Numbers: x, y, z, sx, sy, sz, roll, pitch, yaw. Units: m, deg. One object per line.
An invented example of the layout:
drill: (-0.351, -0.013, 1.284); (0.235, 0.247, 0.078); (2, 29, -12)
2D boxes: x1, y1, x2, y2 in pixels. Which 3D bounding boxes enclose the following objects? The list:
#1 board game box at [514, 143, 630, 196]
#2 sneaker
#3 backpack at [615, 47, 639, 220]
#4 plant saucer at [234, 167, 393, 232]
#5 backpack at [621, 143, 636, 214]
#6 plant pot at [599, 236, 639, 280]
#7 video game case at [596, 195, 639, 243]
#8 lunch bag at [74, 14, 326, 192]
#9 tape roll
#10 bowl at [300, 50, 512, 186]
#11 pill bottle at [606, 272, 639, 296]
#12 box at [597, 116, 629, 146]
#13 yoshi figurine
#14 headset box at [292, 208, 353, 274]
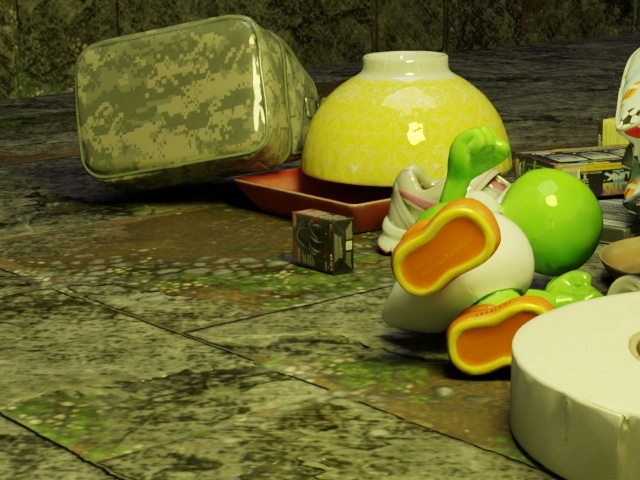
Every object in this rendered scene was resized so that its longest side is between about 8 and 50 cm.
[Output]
board game box: (0.363, -0.092, 2.051); (0.170, 0.048, 0.141); (-5, 11, -15)
sneaker: (0.187, -0.037, 1.783); (0.252, 0.111, 0.103); (3, 13, 15)
backpack: (0.407, -0.110, 1.411); (0.263, 0.213, 0.276); (-20, 28, 26)
plant saucer: (0.060, -0.061, 2.051); (0.258, 0.048, 0.259); (-11, 15, -37)
backpack: (0.476, -0.104, 1.844); (0.225, 0.191, 0.253); (19, 25, 10)
plant pot: (0.416, 0.031, 1.645); (0.236, 0.032, 0.236); (-1, 12, 0)
video game case: (0.379, -0.040, 1.982); (0.196, 0.026, 0.274); (10, 16, 41)
lunch bag: (-0.167, -0.176, 2.169); (0.305, 0.213, 0.256); (-10, -11, 19)
tape roll: (0.339, 0.116, 1.188); (0.391, 0.072, 0.392); (-1, 13, 0)
bowl: (0.115, -0.174, 2.089); (0.289, 0.156, 0.289); (-1, 12, 0)
pill bottle: (0.333, 0.056, 1.463); (0.116, 0.065, 0.065); (-10, 16, -33)
box: (0.491, -0.123, 2.202); (0.058, 0.087, 0.232); (-8, 14, -30)
yoshi figurine: (0.188, 0.001, 1.488); (0.203, 0.204, 0.362); (17, 13, 6)
headset box: (0.000, 0.000, 1.748); (0.032, 0.062, 0.083); (-11, 17, -39)
